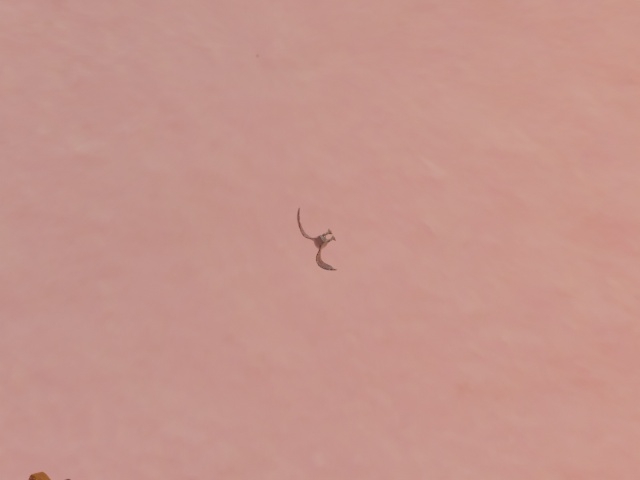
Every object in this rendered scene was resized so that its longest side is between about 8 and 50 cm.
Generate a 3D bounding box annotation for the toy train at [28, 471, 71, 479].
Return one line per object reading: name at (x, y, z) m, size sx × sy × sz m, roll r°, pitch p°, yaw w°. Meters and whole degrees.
toy train at (-0.321, 0.343, 1.631) m, size 0.089 × 0.127 × 0.219 m, roll 43°, pitch 118°, yaw 28°

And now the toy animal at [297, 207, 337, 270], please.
toy animal at (0.001, 0.000, 1.737) m, size 0.028 × 0.050 × 0.084 m, roll -34°, pitch 78°, yaw 23°
